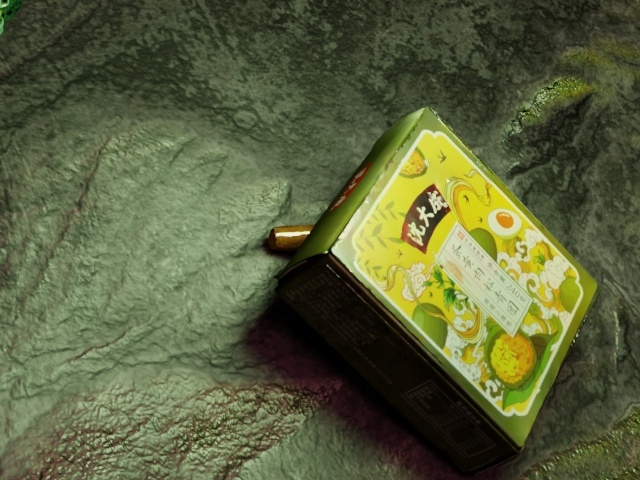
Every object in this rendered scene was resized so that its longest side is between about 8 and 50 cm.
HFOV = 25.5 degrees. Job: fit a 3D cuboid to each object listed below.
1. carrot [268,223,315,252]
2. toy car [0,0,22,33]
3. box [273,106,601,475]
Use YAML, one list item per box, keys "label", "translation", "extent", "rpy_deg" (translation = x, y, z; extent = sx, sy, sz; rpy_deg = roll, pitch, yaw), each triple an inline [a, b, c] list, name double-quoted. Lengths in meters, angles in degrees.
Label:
- label: "carrot"
  translation: [0.000, 0.000, 2.121]
  extent: [0.161, 0.055, 0.055]
  rpy_deg: [4, 59, -21]
- label: "toy car"
  translation: [-0.556, -0.346, 1.973]
  extent: [0.306, 0.136, 0.125]
  rpy_deg: [-25, 57, -37]
- label: "box"
  translation: [0.186, 0.069, 2.083]
  extent: [0.420, 0.138, 0.373]
  rpy_deg: [46, 48, -11]
